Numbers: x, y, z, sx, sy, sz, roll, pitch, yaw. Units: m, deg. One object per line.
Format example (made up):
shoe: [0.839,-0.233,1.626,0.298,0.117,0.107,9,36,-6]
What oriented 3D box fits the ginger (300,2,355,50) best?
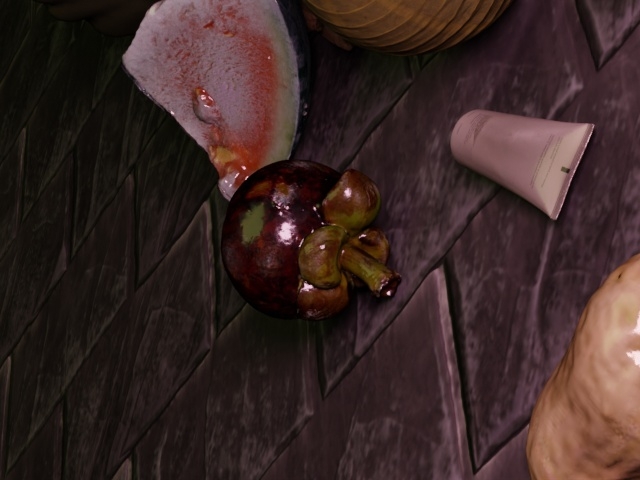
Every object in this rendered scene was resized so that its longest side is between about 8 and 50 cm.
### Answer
ginger: [0.014,-0.256,2.236,0.173,0.051,0.069,-133,49,-73]

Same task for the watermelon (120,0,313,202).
watermelon: [-0.113,-0.204,2.230,0.289,0.214,0.319,109,159,-61]

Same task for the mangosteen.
mangosteen: [-0.010,-0.005,1.989,0.184,0.172,0.172,-22,51,30]

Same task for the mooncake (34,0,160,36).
mooncake: [-0.215,-0.393,2.465,0.356,0.356,0.194,-38,45,55]

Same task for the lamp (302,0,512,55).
lamp: [0.060,-0.289,1.833,0.250,0.284,0.250,15,111,45]

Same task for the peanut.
peanut: [0.222,0.109,1.388,0.129,0.129,0.224,-106,32,-52]

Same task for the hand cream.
hand cream: [0.172,-0.076,1.738,0.186,0.054,0.087,27,95,61]
